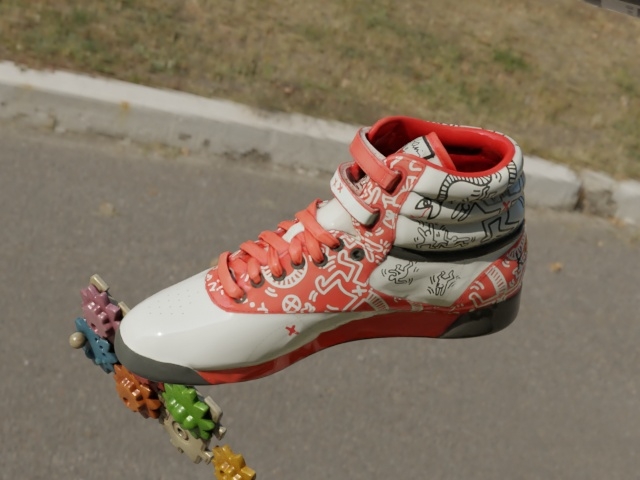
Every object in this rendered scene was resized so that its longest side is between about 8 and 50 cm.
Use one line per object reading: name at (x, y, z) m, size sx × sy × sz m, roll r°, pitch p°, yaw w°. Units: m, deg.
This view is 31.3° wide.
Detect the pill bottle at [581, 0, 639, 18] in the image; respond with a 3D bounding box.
pill bottle at (0.250, -0.225, 0.671) m, size 0.362 × 0.210 × 0.210 m, roll 20°, pitch 27°, yaw 15°

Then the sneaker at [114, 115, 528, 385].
sneaker at (0.000, -0.001, 0.711) m, size 0.270 × 0.145 × 0.090 m, roll -8°, pitch 35°, yaw -9°

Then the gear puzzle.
gear puzzle at (-0.195, 0.206, 1.405) m, size 0.339 × 0.175 × 0.044 m, roll 45°, pitch 56°, yaw 13°
